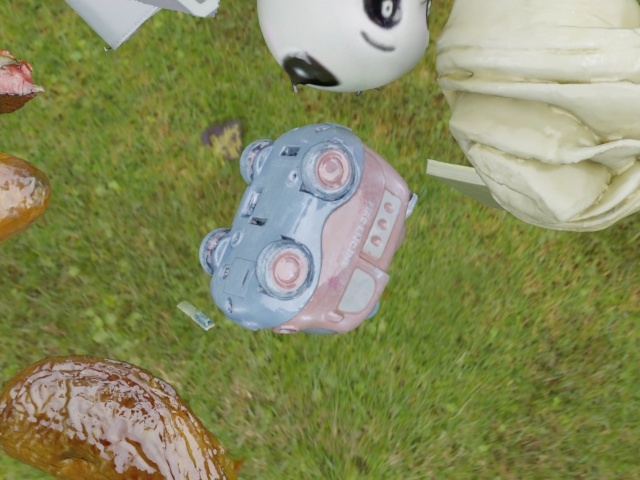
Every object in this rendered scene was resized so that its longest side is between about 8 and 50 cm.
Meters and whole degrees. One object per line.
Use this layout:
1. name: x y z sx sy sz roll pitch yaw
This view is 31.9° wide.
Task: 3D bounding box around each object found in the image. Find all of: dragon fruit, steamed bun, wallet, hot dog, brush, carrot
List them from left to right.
1. carrot: -0.421 -0.053 1.331 0.225 0.159 0.159 -8 74 30
2. dragon fruit: -0.453 -0.231 1.556 0.102 0.147 0.096 3 82 -31
3. wallet: -0.327 -0.413 1.659 0.170 0.069 0.231 -40 99 16
4. hot dog: -0.288 0.290 1.635 0.387 0.267 0.174 18 60 19
5. brush: -0.176 0.102 1.565 0.016 0.013 0.083 -34 37 -21
6. steamed bun: 0.253 -0.143 1.144 0.276 0.289 0.203 0 36 12

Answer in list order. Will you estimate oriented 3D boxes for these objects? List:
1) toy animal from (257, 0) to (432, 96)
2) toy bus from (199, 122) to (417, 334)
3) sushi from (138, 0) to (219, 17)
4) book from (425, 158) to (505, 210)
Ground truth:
1. toy animal: 0.011 -0.319 1.264 0.250 0.251 0.310 -13 88 -2
2. toy bus: 0.000 0.000 1.488 0.231 0.197 0.294 28 80 -30
3. sushi: -0.192 -0.284 0.968 0.231 0.047 0.220 11 59 -10
4. book: 0.311 -0.067 1.769 0.214 0.282 0.025 14 87 28
